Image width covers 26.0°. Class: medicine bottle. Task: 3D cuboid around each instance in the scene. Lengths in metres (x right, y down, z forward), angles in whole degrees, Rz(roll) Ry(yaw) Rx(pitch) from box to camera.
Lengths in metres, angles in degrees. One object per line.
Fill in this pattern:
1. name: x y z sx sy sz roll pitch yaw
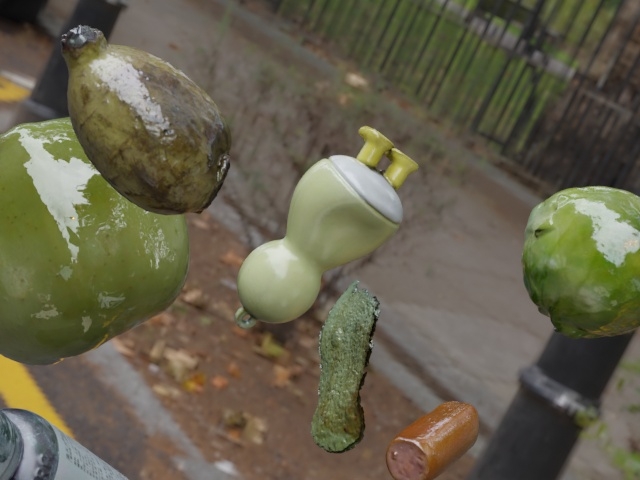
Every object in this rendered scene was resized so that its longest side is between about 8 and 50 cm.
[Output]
1. medicine bottle: -0.323 0.279 1.559 0.141 0.141 0.293 36 -10 38

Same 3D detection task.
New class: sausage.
1. sausage: 0.089 0.152 1.056 0.041 0.039 0.131 1 7 24

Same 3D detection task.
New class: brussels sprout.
1. brussels sprout: 0.269 0.011 1.287 0.149 0.122 0.151 46 56 -3

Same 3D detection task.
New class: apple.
1. apple: -0.360 -0.003 1.980 0.357 0.357 0.357 24 13 -6

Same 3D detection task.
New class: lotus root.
1. lotus root: -0.168 -0.114 1.309 0.214 0.138 0.138 51 8 -14

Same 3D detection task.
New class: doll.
1. doll: -0.005 -0.006 1.705 0.141 0.296 0.117 37 15 -41

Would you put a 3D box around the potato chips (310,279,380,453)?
1. potato chips: 0.031 0.132 1.534 0.026 0.142 0.209 21 37 -23
